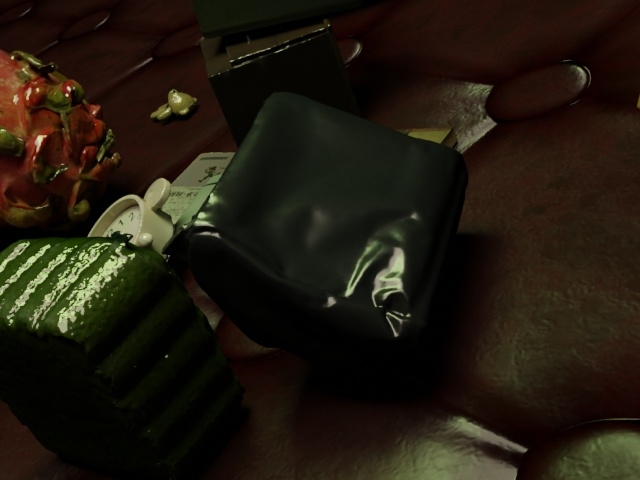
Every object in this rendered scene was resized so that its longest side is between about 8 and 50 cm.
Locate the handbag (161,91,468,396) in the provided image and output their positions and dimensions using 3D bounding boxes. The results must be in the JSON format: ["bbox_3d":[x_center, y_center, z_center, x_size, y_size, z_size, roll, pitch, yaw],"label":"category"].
[{"bbox_3d":[0.000,0.003,1.151,0.275,0.177,0.301,19,44,4],"label":"handbag"}]

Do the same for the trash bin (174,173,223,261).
[{"bbox_3d":[-0.135,-0.034,1.473,0.116,0.059,0.130,-4,38,36],"label":"trash bin"}]

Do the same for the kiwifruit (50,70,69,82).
[{"bbox_3d":[-0.520,-0.219,1.926,0.196,0.196,0.234,-31,37,-8],"label":"kiwifruit"}]

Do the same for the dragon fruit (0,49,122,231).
[{"bbox_3d":[-0.457,-0.123,1.662,0.296,0.263,0.314,-59,-3,-6],"label":"dragon fruit"}]

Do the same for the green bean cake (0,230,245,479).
[{"bbox_3d":[-0.236,0.120,1.129,0.250,0.247,0.156,3,42,42],"label":"green bean cake"}]

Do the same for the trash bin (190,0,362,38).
[{"bbox_3d":[-0.066,-0.397,1.583,0.241,0.122,0.164,-11,31,13],"label":"trash bin"}]

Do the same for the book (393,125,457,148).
[{"bbox_3d":[0.064,-0.075,1.416,0.161,0.026,0.231,3,41,40],"label":"book"}]

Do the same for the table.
[{"bbox_3d":[-0.064,-0.250,1.625,0.193,0.172,0.169,-21,31,1],"label":"table"}]

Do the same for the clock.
[{"bbox_3d":[-0.262,0.018,1.444,0.229,0.063,0.155,-55,34,6],"label":"clock"}]

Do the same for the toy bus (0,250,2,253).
[{"bbox_3d":[-0.550,0.038,1.673,0.096,0.073,0.235,-33,29,-24],"label":"toy bus"}]

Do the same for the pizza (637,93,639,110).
[{"bbox_3d":[0.443,-0.236,1.301,0.058,0.127,0.246,19,41,22],"label":"pizza"}]

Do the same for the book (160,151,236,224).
[{"bbox_3d":[-0.182,-0.077,1.619,0.127,0.014,0.181,2,40,37],"label":"book"}]

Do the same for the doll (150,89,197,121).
[{"bbox_3d":[-0.263,-0.232,1.910,0.093,0.051,0.061,-37,15,49],"label":"doll"}]
